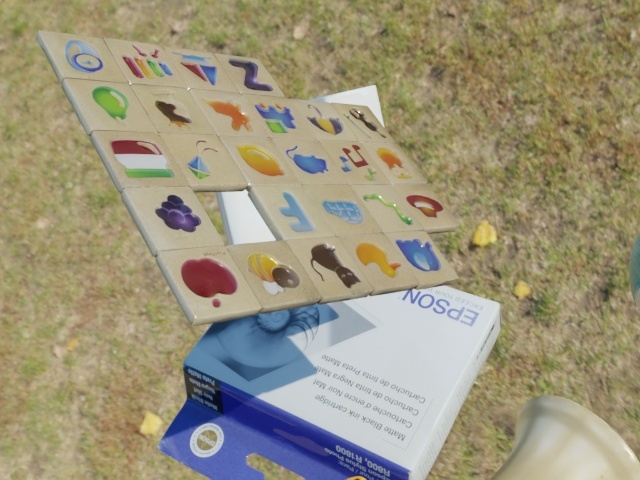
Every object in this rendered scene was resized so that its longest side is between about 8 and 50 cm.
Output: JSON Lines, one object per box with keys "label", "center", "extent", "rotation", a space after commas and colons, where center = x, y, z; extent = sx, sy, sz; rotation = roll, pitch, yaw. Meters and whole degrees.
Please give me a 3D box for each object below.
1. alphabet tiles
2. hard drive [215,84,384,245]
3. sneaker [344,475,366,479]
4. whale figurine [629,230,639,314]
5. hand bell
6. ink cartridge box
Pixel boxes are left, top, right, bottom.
{"label": "alphabet tiles", "center": [-0.022, -0.045, 0.476], "extent": [0.009, 0.237, 0.198], "rotation": [-53, 58, 33]}
{"label": "hard drive", "center": [0.000, 0.000, 0.901], "extent": [0.040, 0.203, 0.308], "rotation": [-170, 66, -68]}
{"label": "sneaker", "center": [0.096, 0.190, 0.459], "extent": [0.214, 0.084, 0.083], "rotation": [11, 67, -4]}
{"label": "whale figurine", "center": [0.436, 0.015, 0.784], "extent": [0.271, 0.216, 0.141], "rotation": [-5, 53, -3]}
{"label": "hand bell", "center": [0.100, 0.219, 0.545], "extent": [0.242, 0.126, 0.126], "rotation": [-27, 45, -27]}
{"label": "ink cartridge box", "center": [0.002, 0.111, 0.662], "extent": [0.223, 0.045, 0.224], "rotation": [18, 58, 28]}
